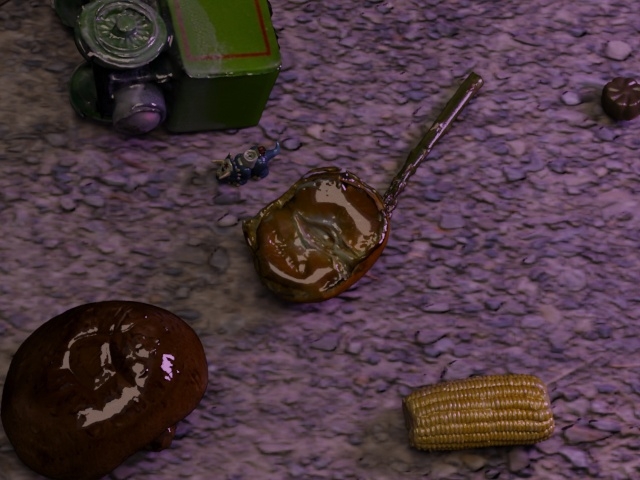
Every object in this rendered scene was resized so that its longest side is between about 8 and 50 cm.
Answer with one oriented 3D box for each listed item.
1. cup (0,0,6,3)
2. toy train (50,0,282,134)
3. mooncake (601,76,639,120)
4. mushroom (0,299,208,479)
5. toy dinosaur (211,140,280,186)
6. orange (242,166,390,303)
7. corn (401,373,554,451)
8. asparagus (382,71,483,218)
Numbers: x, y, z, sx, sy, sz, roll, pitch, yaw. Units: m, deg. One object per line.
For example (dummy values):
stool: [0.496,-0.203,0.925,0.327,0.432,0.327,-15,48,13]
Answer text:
cup: [-0.415,-0.430,1.964,0.253,0.191,0.200,-41,73,-17]
toy train: [-0.186,-0.273,1.936,0.249,0.173,0.307,-7,65,-17]
mooncake: [0.260,-0.267,2.057,0.347,0.057,0.150,24,51,-3]
mushroom: [-0.237,0.148,1.743,0.194,0.138,0.231,42,67,13]
toy dinosaur: [-0.086,-0.091,1.926,0.083,0.047,0.030,-19,67,-14]
orange: [0.000,0.000,1.860,0.170,0.112,0.160,4,74,20]
corn: [0.175,0.194,1.818,0.165,0.063,0.085,-7,80,-9]
asparagus: [0.130,-0.113,1.978,0.024,0.025,0.248,51,61,-30]
